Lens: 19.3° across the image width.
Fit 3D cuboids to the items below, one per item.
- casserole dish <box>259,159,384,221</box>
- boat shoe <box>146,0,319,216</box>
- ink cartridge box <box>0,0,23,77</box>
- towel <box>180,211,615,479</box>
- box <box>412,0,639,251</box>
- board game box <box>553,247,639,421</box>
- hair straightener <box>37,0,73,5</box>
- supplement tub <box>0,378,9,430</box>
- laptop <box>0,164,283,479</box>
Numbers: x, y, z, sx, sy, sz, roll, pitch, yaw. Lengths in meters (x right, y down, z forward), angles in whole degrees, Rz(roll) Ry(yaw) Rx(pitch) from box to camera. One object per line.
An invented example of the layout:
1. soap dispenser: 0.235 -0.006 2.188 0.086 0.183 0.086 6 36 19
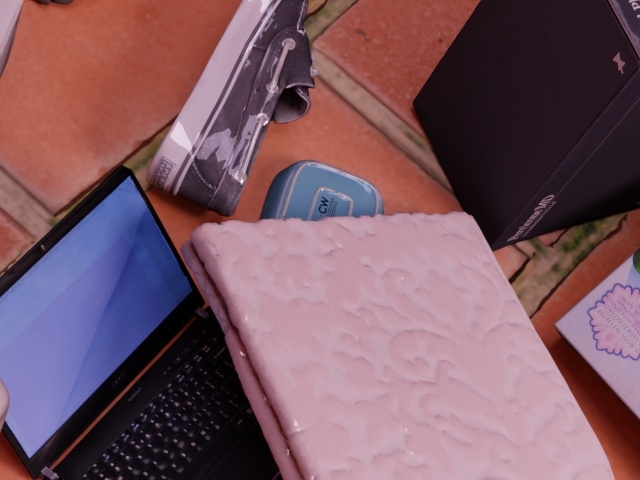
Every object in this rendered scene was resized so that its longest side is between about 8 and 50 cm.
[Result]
1. casserole dish: 0.000 0.000 1.704 0.114 0.037 0.188 21 55 -8
2. boat shoe: -0.051 -0.152 1.734 0.102 0.108 0.301 28 58 -2
3. ink cartridge box: -0.406 -0.103 1.564 0.226 0.131 0.306 22 57 -7
4. towel: 0.070 0.115 1.577 0.332 0.053 0.317 -2 55 -41
5. box: 0.304 -0.173 1.728 0.313 0.343 0.179 -16 69 -27
6. board game box: 0.429 0.088 1.660 0.318 0.066 0.318 -43 69 3
7. hair straightener: -0.312 -0.287 1.756 0.230 0.047 0.089 19 56 -8
8. supplement tub: -0.415 0.138 1.354 0.325 0.235 0.235 26 55 -3
9. laptop: -0.128 0.108 1.529 0.264 0.136 0.234 31 55 17
